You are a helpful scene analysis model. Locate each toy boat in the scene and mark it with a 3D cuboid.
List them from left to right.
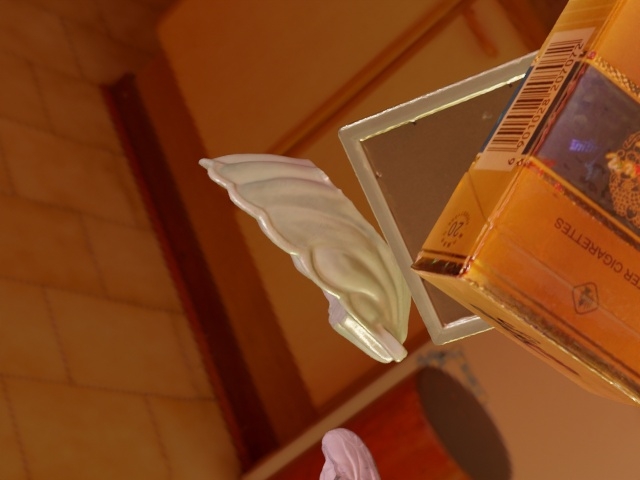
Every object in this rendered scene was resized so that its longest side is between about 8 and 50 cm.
[{"bbox_3d":[0.000,0.000,1.284,0.290,0.100,0.199,49,0,-7],"label":"toy boat"}]

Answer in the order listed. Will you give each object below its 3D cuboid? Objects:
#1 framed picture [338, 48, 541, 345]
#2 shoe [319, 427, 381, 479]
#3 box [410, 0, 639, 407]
[{"bbox_3d":[0.191,-0.048,1.088,0.232,0.296,0.019,66,22,-14],"label":"framed picture"},{"bbox_3d":[0.027,0.377,1.724,0.137,0.095,0.245,-11,47,-15],"label":"shoe"},{"bbox_3d":[0.179,-0.041,0.723,0.152,0.237,0.070,33,-6,-21],"label":"box"}]
